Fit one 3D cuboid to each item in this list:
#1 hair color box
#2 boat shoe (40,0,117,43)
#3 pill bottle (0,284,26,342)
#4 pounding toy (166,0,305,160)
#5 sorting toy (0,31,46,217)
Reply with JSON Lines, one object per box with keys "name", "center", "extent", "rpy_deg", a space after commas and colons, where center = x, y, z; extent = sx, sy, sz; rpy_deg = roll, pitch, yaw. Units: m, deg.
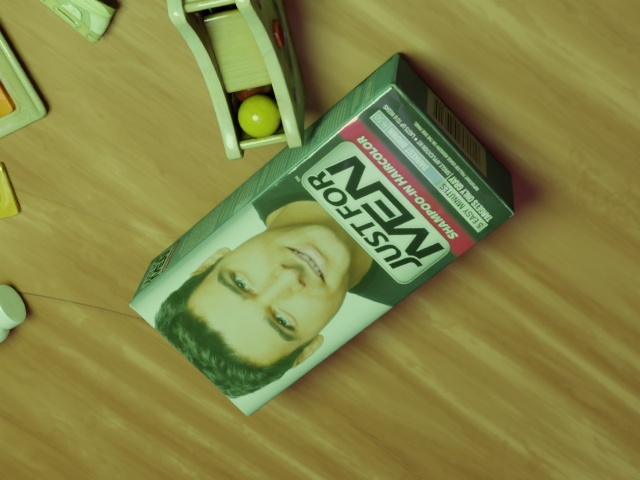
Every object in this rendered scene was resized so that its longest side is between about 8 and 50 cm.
{"name": "hair color box", "center": [0.000, 0.000, 1.353], "extent": [0.374, 0.113, 0.185], "rpy_deg": [-39, 106, 22]}
{"name": "boat shoe", "center": [-0.282, -0.255, 1.296], "extent": [0.153, 0.056, 0.048], "rpy_deg": [27, 111, -15]}
{"name": "pill bottle", "center": [-0.398, 0.098, 1.467], "extent": [0.120, 0.067, 0.067], "rpy_deg": [-28, 109, 18]}
{"name": "pounding toy", "center": [-0.050, -0.217, 1.233], "extent": [0.155, 0.154, 0.269], "rpy_deg": [-10, 114, 11]}
{"name": "sorting toy", "center": [-0.413, -0.167, 1.355], "extent": [0.196, 0.047, 0.347], "rpy_deg": [-22, 111, 16]}
